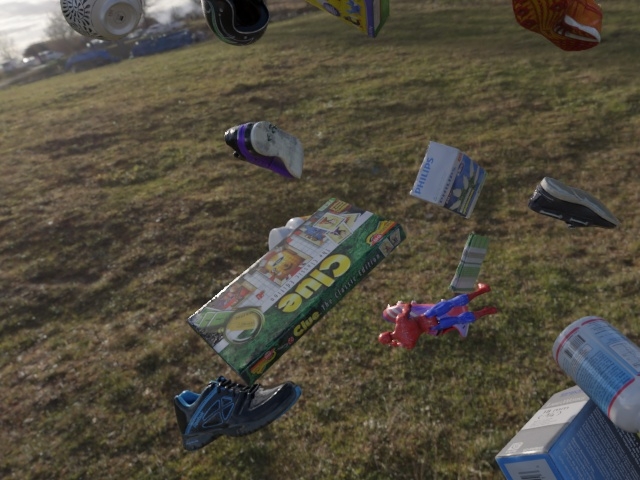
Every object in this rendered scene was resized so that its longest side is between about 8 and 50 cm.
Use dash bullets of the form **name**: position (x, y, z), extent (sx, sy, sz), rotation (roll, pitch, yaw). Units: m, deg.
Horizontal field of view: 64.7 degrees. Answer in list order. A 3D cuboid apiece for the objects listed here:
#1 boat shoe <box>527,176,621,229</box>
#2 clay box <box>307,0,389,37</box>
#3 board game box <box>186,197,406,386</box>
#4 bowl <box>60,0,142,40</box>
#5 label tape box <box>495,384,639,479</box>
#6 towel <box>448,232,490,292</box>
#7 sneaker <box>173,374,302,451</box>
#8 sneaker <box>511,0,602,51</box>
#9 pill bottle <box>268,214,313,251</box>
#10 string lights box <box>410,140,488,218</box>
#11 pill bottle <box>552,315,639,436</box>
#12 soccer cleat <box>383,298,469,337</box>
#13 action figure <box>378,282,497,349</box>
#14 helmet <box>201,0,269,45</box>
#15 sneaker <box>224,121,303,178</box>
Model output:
- **boat shoe**: position (0.482, -0.058, 0.963), extent (0.206, 0.065, 0.075), rotation (18, 37, -23)
- **clay box**: position (0.003, -0.418, 0.792), extent (0.053, 0.222, 0.127), rotation (-57, -11, -2)
- **board game box**: position (-0.029, 0.048, 0.623), extent (0.259, 0.030, 0.136), rotation (-42, 42, -20)
- **bowl**: position (-0.423, -0.469, 1.020), extent (0.170, 0.170, 0.080), rotation (-32, 66, -31)
- **label tape box**: position (0.464, 0.375, 0.822), extent (0.333, 0.241, 0.106), rotation (-19, -14, -40)
- **towel**: position (0.375, 0.058, 1.269), extent (0.023, 0.152, 0.113), rotation (23, 9, 38)
- **sneaker**: position (-0.207, 0.385, 1.190), extent (0.340, 0.140, 0.125), rotation (-24, -6, 16)
- **sneaker**: position (0.270, -0.275, 0.580), extent (0.064, 0.068, 0.175), rotation (1, -4, 45)
- **pill bottle**: position (0.000, 0.000, 1.113), extent (0.214, 0.117, 0.117), rotation (-10, 19, -28)
- **string lights box**: position (0.321, -0.142, 1.242), extent (0.076, 0.134, 0.259), rotation (25, 8, 31)
- **pill bottle**: position (0.367, 0.171, 0.612), extent (0.087, 0.087, 0.160), rotation (-19, 33, -6)
- **soccer cleat**: position (0.265, 0.205, 1.300), extent (0.247, 0.083, 0.095), rotation (-11, 66, 39)
- **action figure**: position (0.251, 0.181, 1.176), extent (0.280, 0.092, 0.139), rotation (-18, 0, -16)
- **helmet**: position (-0.223, -0.600, 1.335), extent (0.169, 0.162, 0.170), rotation (-13, 48, 14)
- **sneaker**: position (-0.154, -0.246, 1.374), extent (0.146, 0.102, 0.293), rotation (2, -11, 24)
